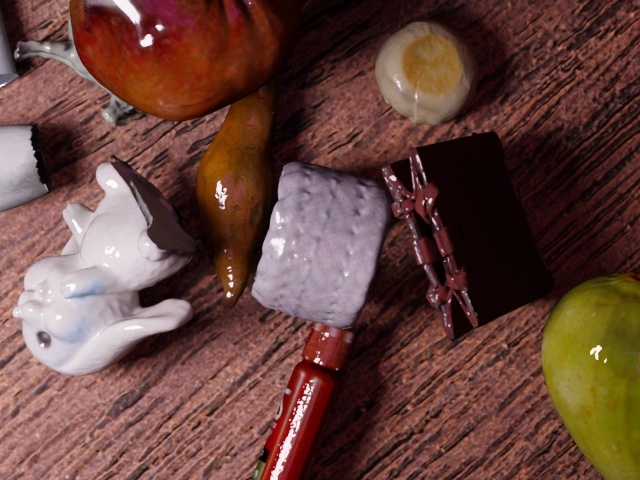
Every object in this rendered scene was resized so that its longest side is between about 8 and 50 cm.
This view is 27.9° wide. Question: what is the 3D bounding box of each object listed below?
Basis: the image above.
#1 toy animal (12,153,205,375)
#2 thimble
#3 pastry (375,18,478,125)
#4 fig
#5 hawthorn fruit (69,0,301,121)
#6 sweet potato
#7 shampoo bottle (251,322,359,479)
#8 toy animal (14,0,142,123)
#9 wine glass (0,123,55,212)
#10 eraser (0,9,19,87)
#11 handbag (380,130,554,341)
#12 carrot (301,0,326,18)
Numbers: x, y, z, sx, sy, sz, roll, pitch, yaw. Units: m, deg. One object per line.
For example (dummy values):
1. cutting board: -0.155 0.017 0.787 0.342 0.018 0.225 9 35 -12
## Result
1. toy animal: -0.290 0.045 1.774 0.289 0.174 0.249 -28 49 25
2. thimble: 0.000 0.000 1.765 0.157 0.245 0.217 17 108 -3
3. pastry: 0.156 -0.246 1.865 0.156 0.092 0.156 1 85 -10
4. fig: 0.444 0.203 1.781 0.258 0.258 0.326 -14 105 -4
5. hawthorn fruit: -0.185 -0.305 1.694 0.308 0.325 0.308 -1 92 -35
6. sweet potato: -0.122 -0.082 1.832 0.112 0.112 0.359 4 84 -3
7. shampoo bottle: -0.032 0.268 1.808 0.076 0.118 0.314 20 86 3
8. toy animal: -0.354 -0.284 1.841 0.170 0.090 0.255 -16 96 -23
9. wine glass: -0.504 -0.088 1.806 0.241 0.126 0.126 -11 87 -1
10. eraser: -0.543 -0.318 1.839 0.174 0.081 0.227 -15 88 -3
11. handbag: 0.205 -0.012 1.768 0.084 0.275 0.260 -21 87 31
12. carrot: -0.004 -0.360 1.892 0.165 0.035 0.035 -33 88 -2
